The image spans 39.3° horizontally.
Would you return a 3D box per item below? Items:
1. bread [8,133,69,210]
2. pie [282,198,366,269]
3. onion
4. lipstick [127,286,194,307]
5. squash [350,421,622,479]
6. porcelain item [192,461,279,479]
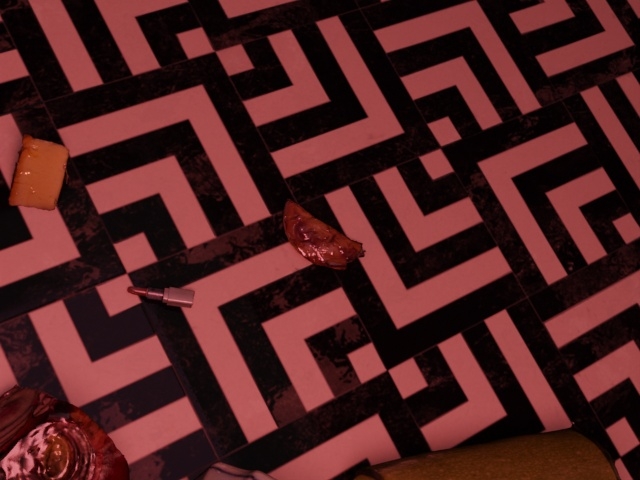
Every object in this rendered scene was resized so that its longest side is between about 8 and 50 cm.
[{"bbox_3d":[-0.443,-0.106,1.420,0.084,0.109,0.080,12,62,-20],"label":"bread"},{"bbox_3d":[0.000,0.000,1.577,0.170,0.034,0.092,28,59,-8],"label":"pie"},{"bbox_3d":[-0.388,0.330,1.212,0.207,0.216,0.206,-47,111,-24],"label":"onion"},{"bbox_3d":[-0.259,0.088,1.453,0.107,0.025,0.025,9,66,-10],"label":"lipstick"},{"bbox_3d":[0.257,0.440,1.365,0.385,0.263,0.263,-5,71,-22],"label":"squash"},{"bbox_3d":[-0.084,0.444,1.227,0.286,0.281,0.157,32,58,-7],"label":"porcelain item"}]
